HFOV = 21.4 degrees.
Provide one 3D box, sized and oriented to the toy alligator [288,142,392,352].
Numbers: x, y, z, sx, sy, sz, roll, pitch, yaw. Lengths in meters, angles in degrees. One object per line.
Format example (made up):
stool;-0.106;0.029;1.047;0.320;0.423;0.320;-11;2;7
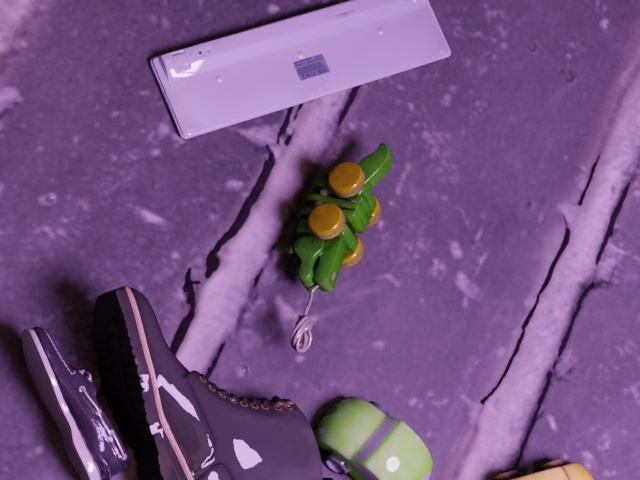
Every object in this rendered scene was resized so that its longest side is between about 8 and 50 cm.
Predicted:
toy alligator;0.000;0.000;1.335;0.051;0.056;0.189;13;65;29

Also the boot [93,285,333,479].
boot;-0.081;0.116;1.265;0.137;0.077;0.197;-18;94;-28

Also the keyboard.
keyboard;-0.012;-0.151;1.396;0.256;0.014;0.072;-19;87;-23

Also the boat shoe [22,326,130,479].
boat shoe;-0.178;0.117;1.236;0.038;0.046;0.125;-25;87;-24

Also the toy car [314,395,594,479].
toy car;0.090;0.207;1.301;0.225;0.053;0.239;44;65;-3
